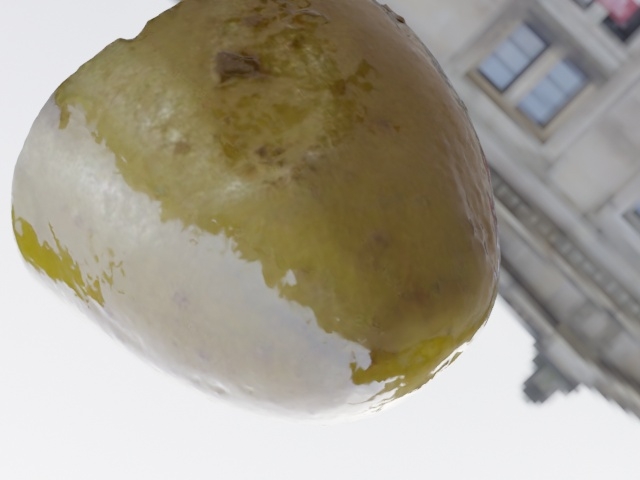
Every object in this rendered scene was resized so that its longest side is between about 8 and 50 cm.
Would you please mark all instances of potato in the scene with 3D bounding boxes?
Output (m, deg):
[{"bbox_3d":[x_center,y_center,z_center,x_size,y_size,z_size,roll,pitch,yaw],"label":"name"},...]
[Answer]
[{"bbox_3d":[0.000,0.000,0.730,0.203,0.178,0.158,-4,-148,-42],"label":"potato"}]
